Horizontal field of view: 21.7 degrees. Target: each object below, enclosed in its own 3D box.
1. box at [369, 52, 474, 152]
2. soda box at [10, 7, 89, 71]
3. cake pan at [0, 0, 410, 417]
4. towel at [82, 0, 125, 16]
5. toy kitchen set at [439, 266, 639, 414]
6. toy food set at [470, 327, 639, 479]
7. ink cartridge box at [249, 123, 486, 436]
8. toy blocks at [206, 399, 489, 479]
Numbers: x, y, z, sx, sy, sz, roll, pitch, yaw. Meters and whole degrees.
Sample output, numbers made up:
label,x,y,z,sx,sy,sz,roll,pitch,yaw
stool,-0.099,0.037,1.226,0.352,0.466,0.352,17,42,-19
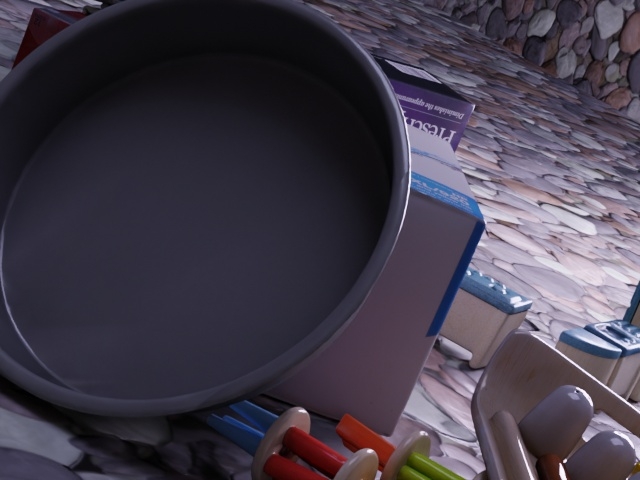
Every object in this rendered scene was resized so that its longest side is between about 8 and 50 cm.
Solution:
label,x,y,z,sx,sy,sz,roll,pitch,yaw
box,-0.023,-0.080,1.440,0.261,0.184,0.103,12,19,-33
soda box,-0.170,-0.140,1.642,0.263,0.083,0.092,28,14,19
cake pan,-0.086,-0.021,1.012,0.293,0.293,0.054,29,-18,25
towel,-0.094,-0.172,1.765,0.324,0.056,0.312,33,-3,-41
toy kitchen set,0.205,0.052,1.417,0.166,0.122,0.207,29,15,26
toy food set,0.209,0.164,0.960,0.220,0.092,0.306,36,12,-9
ink cartridge box,0.000,0.000,1.202,0.168,0.171,0.232,20,15,-7
toy blocks,0.017,0.130,0.987,0.148,0.054,0.123,28,16,24
